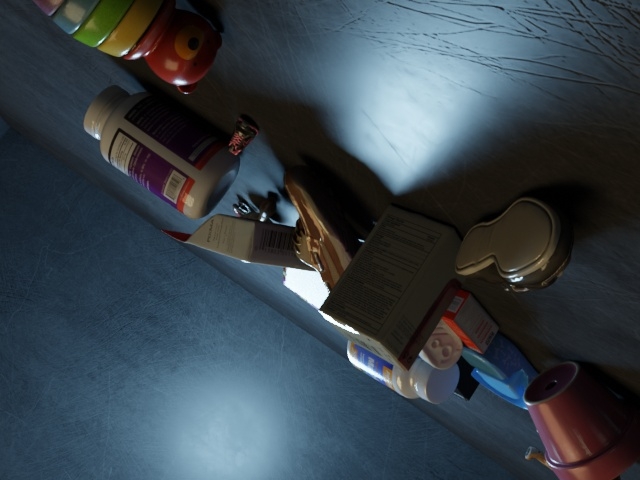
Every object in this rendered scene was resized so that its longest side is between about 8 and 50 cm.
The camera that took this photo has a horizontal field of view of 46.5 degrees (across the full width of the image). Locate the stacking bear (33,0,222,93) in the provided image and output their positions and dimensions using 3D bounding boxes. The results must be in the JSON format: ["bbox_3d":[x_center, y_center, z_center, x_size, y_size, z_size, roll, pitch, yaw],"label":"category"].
[{"bbox_3d":[-0.271,-0.327,1.045,0.289,0.175,0.164,34,168,-29],"label":"stacking bear"}]

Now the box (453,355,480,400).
[{"bbox_3d":[0.289,0.305,2.005,0.261,0.103,0.184,20,156,51],"label":"box"}]

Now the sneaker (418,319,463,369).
[{"bbox_3d":[0.166,0.120,1.597,0.323,0.130,0.236,57,170,-29],"label":"sneaker"}]

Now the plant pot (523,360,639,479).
[{"bbox_3d":[0.499,0.342,1.442,0.180,0.201,0.201,53,165,-5],"label":"plant pot"}]

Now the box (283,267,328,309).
[{"bbox_3d":[0.025,0.135,2.020,0.293,0.057,0.201,35,153,19],"label":"box"}]

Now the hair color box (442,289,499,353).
[{"bbox_3d":[0.305,0.165,1.522,0.043,0.072,0.141,19,159,50],"label":"hair color box"}]

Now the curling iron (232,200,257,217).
[{"bbox_3d":[-0.210,-0.055,2.136,0.068,0.035,0.274,34,167,8],"label":"curling iron"}]

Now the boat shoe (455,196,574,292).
[{"bbox_3d":[0.277,0.014,0.996,0.095,0.112,0.335,18,174,-5],"label":"boat shoe"}]

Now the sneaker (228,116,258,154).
[{"bbox_3d":[-0.154,-0.195,1.426,0.047,0.057,0.119,38,166,-1],"label":"sneaker"}]

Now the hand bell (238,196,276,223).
[{"bbox_3d":[-0.147,-0.054,1.877,0.126,0.126,0.242,36,156,-1],"label":"hand bell"}]

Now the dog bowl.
[{"bbox_3d":[0.401,0.281,1.696,0.166,0.074,0.297,21,162,48],"label":"dog bowl"}]

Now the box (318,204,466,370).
[{"bbox_3d":[0.134,0.079,1.279,0.148,0.232,0.127,24,164,41],"label":"box"}]

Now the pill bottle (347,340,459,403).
[{"bbox_3d":[0.203,0.294,1.825,0.272,0.152,0.152,23,163,51],"label":"pill bottle"}]

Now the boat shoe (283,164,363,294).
[{"bbox_3d":[0.000,0.000,1.446,0.116,0.123,0.324,-19,123,18],"label":"boat shoe"}]

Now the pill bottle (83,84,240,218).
[{"bbox_3d":[-0.347,-0.200,1.626,0.323,0.181,0.181,35,167,5],"label":"pill bottle"}]

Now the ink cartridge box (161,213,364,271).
[{"bbox_3d":[-0.133,-0.008,1.673,0.308,0.091,0.385,9,-175,-39],"label":"ink cartridge box"}]

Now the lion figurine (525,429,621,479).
[{"bbox_3d":[0.640,0.501,1.744,0.240,0.142,0.392,26,162,8],"label":"lion figurine"}]
